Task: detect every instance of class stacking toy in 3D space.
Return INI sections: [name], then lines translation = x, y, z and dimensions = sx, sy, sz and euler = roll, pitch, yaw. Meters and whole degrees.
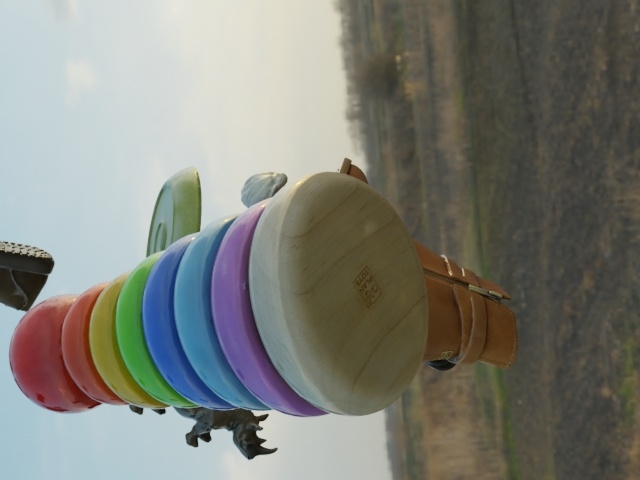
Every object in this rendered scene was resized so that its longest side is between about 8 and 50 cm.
[stacking toy]
translation = -0.097, 0.062, 0.657
dimensions = 0.141, 0.330, 0.141
euler = 21, -119, -45

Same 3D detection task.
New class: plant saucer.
[plant saucer]
translation = -0.227, 0.005, 1.488
dimensions = 0.241, 0.037, 0.241
euler = -172, 90, -71

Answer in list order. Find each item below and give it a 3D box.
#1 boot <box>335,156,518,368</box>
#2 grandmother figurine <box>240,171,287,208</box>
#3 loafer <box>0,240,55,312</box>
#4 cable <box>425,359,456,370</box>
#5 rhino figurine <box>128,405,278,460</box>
[boot]
translation = 0.106, 0.025, 1.122
dimensions = 0.283, 0.220, 0.109
euler = -94, 18, -53
[grandmother figurine]
translation = 0.000, 0.000, 1.773
dimensions = 0.104, 0.342, 0.208
euler = -51, -2, 0
[loafer]
translation = -0.651, 0.056, 1.701
dimensions = 0.134, 0.366, 0.130
euler = -143, 64, -75
[cable]
translation = 0.115, 0.084, 1.277
dimensions = 0.184, 0.047, 0.150
euler = 59, -154, 0
[rhino figurine]
translation = -0.175, 0.276, 1.579
dimensions = 0.106, 0.243, 0.073
euler = -61, -1, 13
